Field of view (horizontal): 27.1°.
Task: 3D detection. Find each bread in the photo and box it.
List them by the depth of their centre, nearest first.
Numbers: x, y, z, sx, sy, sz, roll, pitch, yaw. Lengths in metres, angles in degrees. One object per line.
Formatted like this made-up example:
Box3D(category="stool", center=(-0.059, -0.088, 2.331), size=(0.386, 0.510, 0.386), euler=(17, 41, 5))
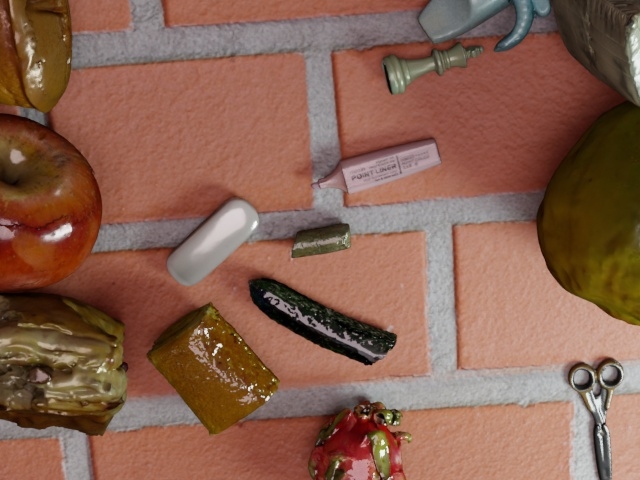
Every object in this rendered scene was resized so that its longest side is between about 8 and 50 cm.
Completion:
Box3D(category="bread", center=(-0.422, -0.308, 1.824), size=(0.142, 0.195, 0.270), euler=(-1, 111, 6))
Box3D(category="bread", center=(-0.422, 0.163, 1.908), size=(0.314, 0.370, 0.191), euler=(8, 77, -3))
Box3D(category="bread", center=(-0.163, 0.192, 2.021), size=(0.132, 0.103, 0.172), euler=(-34, 103, 20))

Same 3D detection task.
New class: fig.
Box3D(category="fig", center=(0.482, -0.045, 1.863), size=(0.343, 0.343, 0.343), euler=(0, 106, -1))

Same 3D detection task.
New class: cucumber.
Box3D(category="cucumber", center=(-0.005, 0.125, 2.029), size=(0.245, 0.067, 0.067), euler=(24, 104, -6))

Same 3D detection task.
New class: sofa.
Box3D(category="sofa", center=(0.457, -0.317, 1.801), size=(0.225, 0.210, 0.176), euler=(-28, 132, -7))

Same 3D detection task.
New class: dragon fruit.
Box3D(category="dragon fruit", center=(0.069, 0.342, 2.048), size=(0.166, 0.160, 0.172), euler=(5, 108, 22))

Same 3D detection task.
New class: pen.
Box3D(category="pen", center=(0.080, -0.107, 1.976), size=(0.197, 0.032, 0.053), euler=(-17, 106, 2))

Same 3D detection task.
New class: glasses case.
Box3D(category="glasses case", center=(-0.162, 0.002, 1.997), size=(0.164, 0.041, 0.063), euler=(-43, 101, 11))

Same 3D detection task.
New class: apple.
Box3D(category="apple", center=(-0.448, -0.044, 1.876), size=(0.272, 0.251, 0.206), euler=(12, 136, -15))

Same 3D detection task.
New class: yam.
Box3D(category="yam", center=(0.000, 0.000, 2.000), size=(0.094, 0.043, 0.043), euler=(-8, 106, 3))

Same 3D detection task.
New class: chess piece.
Box3D(category="chess piece", center=(0.166, -0.257, 1.927), size=(0.149, 0.059, 0.059), euler=(-16, 106, -4))

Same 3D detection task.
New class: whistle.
Box3D(category="whistle", center=(0.259, -0.375, 1.873), size=(0.274, 0.093, 0.186), euler=(-35, 83, 11))

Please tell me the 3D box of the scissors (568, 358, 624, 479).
Box3D(category="scissors", center=(0.446, 0.294, 2.110), size=(0.088, 0.017, 0.220), euler=(-8, 107, 1))
